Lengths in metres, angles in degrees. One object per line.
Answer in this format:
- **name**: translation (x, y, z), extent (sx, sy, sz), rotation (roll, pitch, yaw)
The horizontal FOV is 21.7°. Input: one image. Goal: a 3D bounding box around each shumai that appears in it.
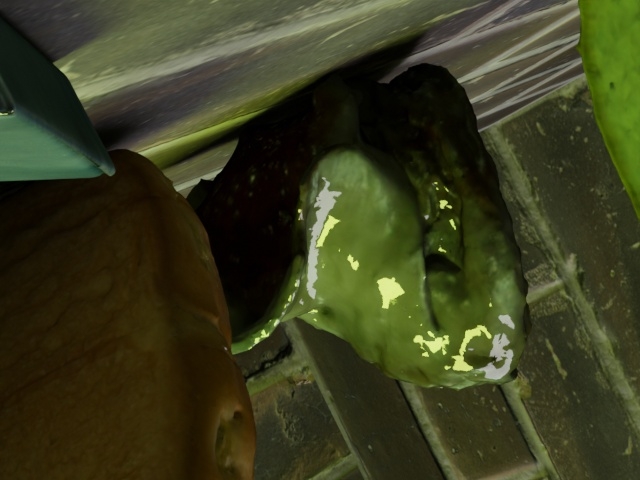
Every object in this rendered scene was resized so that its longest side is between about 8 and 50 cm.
- **shumai**: translation (0.000, 0.000, 1.423), extent (0.288, 0.292, 0.330), rotation (-19, -161, -8)

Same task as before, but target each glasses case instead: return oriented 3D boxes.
- **glasses case**: translation (-0.152, -0.060, 0.680), extent (0.105, 0.056, 0.266), rotation (-2, 178, 0)

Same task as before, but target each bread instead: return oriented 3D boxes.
- **bread**: translation (-0.195, 0.138, 1.077), extent (0.337, 0.328, 0.148), rotation (-30, 140, 10)

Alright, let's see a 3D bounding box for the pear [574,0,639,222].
- **pear**: translation (0.320, -0.151, 0.803), extent (0.318, 0.238, 0.342), rotation (-10, 159, -25)
